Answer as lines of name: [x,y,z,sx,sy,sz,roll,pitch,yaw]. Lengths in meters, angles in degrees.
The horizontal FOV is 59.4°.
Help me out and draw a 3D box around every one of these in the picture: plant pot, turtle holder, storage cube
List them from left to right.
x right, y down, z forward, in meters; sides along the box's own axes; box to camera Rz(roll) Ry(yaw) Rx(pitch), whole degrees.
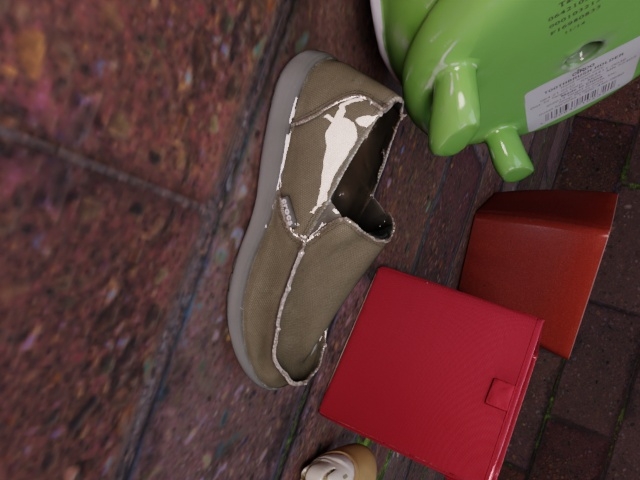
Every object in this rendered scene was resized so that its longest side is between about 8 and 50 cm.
storage cube: [0.139,0.170,0.671,0.215,0.193,0.183,-65,154,-14]
turtle holder: [0.122,-0.192,0.373,0.320,0.227,0.243,-6,158,-40]
plant pot: [0.430,0.033,1.132,0.267,0.236,0.267,-31,133,-55]

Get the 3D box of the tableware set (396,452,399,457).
tableware set: [0.170,0.339,1.050,0.104,0.024,0.154,-54,149,-35]

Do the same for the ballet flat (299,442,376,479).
ballet flat: [-0.007,0.284,0.588,0.232,0.080,0.073,-45,129,-48]

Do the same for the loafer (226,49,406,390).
loafer: [0.000,0.000,0.394,0.094,0.087,0.251,-22,126,-59]
